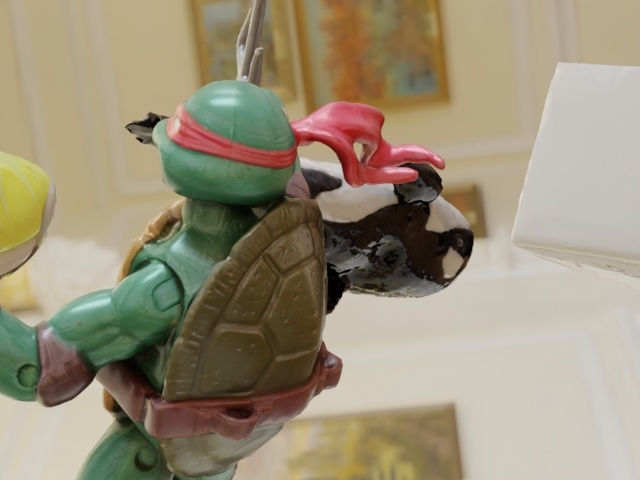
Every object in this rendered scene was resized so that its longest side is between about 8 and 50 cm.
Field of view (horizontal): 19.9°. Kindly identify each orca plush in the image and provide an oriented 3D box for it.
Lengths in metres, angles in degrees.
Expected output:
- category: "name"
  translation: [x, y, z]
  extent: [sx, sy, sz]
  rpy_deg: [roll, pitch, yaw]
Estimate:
- category: "orca plush"
  translation: [0.000, 0.000, 1.210]
  extent: [0.287, 0.151, 0.102]
  rpy_deg: [32, -128, -53]

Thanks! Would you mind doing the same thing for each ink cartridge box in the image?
- category: "ink cartridge box"
  translation: [0.392, -0.015, 1.419]
  extent: [0.285, 0.395, 0.166]
  rpy_deg: [20, -96, -40]

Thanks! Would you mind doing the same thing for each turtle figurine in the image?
- category: "turtle figurine"
  translation: [-0.053, 0.025, 0.555]
  extent: [0.118, 0.175, 0.234]
  rpy_deg: [32, 121, 36]

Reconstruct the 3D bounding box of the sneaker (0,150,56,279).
- category: "sneaker"
  translation: [-0.329, -0.058, 1.334]
  extent: [0.384, 0.145, 0.147]
  rpy_deg: [3, -66, -55]
